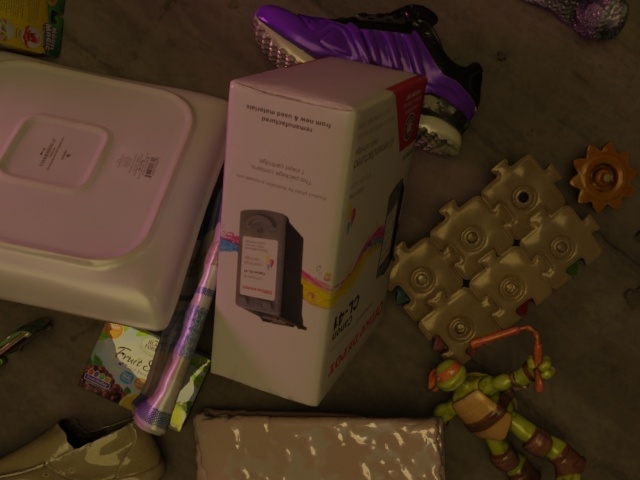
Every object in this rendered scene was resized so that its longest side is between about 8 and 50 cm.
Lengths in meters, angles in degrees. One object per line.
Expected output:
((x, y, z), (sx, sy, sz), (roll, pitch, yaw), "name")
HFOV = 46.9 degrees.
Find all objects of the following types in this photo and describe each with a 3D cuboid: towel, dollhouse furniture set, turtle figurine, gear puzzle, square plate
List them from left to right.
((-0.415, 0.130, 0.912), (0.151, 0.076, 0.058), (-37, 91, 2), "dollhouse furniture set")
((-0.290, -0.086, 0.818), (0.344, 0.049, 0.347), (12, 52, 0), "square plate")
((-0.147, 0.070, 0.818), (0.034, 0.209, 0.285), (21, 77, -13), "towel")
((0.004, 0.367, 0.884), (0.317, 0.053, 0.332), (-4, 91, 17), "towel")
((0.197, 0.221, 0.895), (0.269, 0.087, 0.217), (-40, 96, 26), "turtle figurine")
((0.241, -0.008, 0.915), (0.339, 0.044, 0.175), (-39, 97, 2), "gear puzzle")

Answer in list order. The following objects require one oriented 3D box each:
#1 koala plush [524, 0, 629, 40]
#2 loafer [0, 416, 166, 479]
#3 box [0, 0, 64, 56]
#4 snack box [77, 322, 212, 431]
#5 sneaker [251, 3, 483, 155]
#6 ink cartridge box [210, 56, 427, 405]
((0.305, -0.362, 0.819), (0.203, 0.221, 0.196), (23, 92, 1), "koala plush")
((-0.328, 0.267, 0.906), (0.268, 0.102, 0.092), (-6, 89, -8), "loafer")
((-0.399, -0.289, 0.885), (0.179, 0.043, 0.105), (7, 91, -42), "box")
((-0.218, 0.164, 0.928), (0.141, 0.037, 0.100), (24, 89, 1), "snack box")
((0.065, -0.229, 0.893), (0.293, 0.102, 0.146), (28, 87, -4), "sneaker")
((0.000, -0.022, 0.773), (0.131, 0.226, 0.306), (15, 115, 19), "ink cartridge box")
